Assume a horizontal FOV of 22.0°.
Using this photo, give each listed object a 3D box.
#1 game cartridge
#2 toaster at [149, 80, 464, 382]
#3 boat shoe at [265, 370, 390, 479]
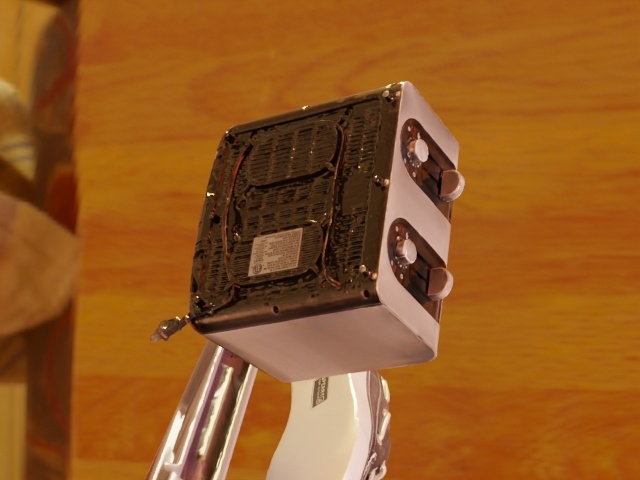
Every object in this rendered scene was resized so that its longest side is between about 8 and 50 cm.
[{"bbox_3d":[-0.132,0.232,1.474,0.068,0.355,0.230,27,115,-6],"label":"game cartridge"},{"bbox_3d":[0.000,0.000,1.113,0.185,0.110,0.168,-12,55,32],"label":"toaster"},{"bbox_3d":[0.021,0.200,1.592,0.108,0.301,0.102,-32,112,17],"label":"boat shoe"}]
